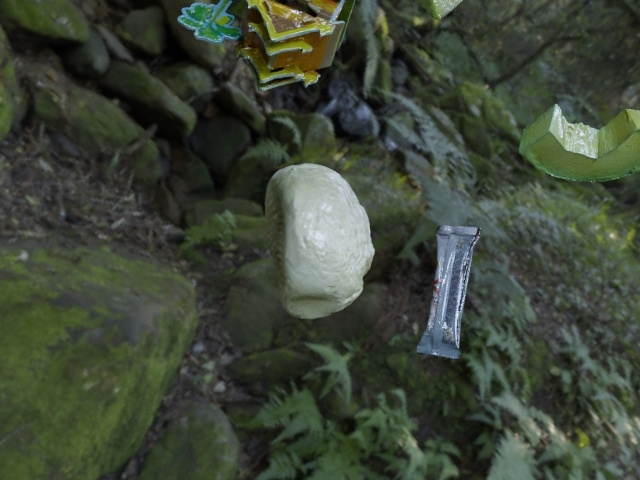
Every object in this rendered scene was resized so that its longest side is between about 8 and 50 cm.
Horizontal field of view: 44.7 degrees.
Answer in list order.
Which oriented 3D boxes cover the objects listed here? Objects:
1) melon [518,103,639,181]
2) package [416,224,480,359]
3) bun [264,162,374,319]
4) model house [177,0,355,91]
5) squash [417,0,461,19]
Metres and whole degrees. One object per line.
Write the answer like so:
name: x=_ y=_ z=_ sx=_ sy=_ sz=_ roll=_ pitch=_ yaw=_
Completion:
melon: x=0.414 y=-0.151 z=1.193 sx=0.118 sy=0.209 sz=0.064 roll=95 pitch=5 yaw=-51
package: x=0.102 y=0.039 z=0.619 sx=0.037 sy=0.110 sz=0.015 roll=3 pitch=-21 yaw=28
bun: x=0.000 y=0.000 z=1.781 sx=0.349 sy=0.227 sz=0.352 roll=159 pitch=-77 yaw=-80
model house: x=-0.127 y=-0.506 z=1.733 sx=0.357 sy=0.242 sz=0.313 roll=23 pitch=44 yaw=0
squash: x=0.271 y=-0.674 z=1.826 sx=0.155 sy=0.237 sz=0.204 roll=32 pitch=-15 yaw=46
